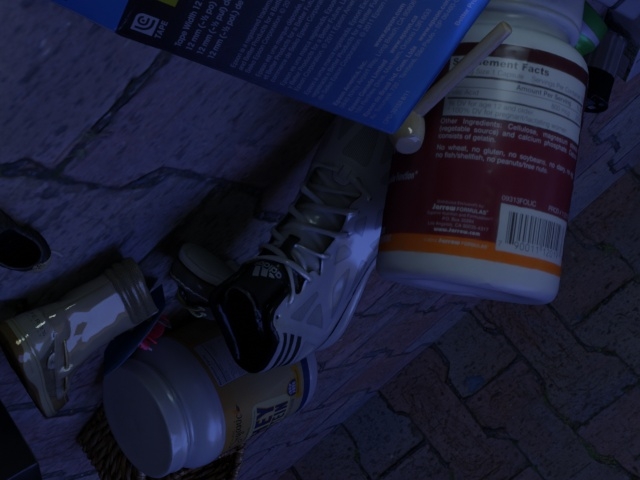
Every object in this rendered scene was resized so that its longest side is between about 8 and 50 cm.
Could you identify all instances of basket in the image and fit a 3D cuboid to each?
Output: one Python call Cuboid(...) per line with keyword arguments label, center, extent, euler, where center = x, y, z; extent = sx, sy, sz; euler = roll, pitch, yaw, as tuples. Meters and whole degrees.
Cuboid(label="basket", center=(-0.260, 0.373, 1.693), extent=(0.299, 0.223, 0.213), euler=(-10, 147, -54))

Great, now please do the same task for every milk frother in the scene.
Cuboid(label="milk frother", center=(0.474, -0.326, 1.651), extent=(0.143, 0.129, 0.134), euler=(30, 74, -42))

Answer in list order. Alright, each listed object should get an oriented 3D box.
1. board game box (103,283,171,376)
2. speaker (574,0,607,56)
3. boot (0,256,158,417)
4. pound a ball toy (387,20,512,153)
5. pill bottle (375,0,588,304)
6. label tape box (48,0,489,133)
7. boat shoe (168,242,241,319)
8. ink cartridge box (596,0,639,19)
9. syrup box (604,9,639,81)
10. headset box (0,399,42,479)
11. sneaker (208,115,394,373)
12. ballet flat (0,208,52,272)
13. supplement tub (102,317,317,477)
Cuboid(label="board game box", center=(-0.256, 0.136, 1.280), extent=(0.133, 0.033, 0.168), euler=(-49, -162, 2))
Cuboid(label="speaker", center=(0.301, -0.263, 1.407), extent=(0.296, 0.131, 0.131), euler=(-44, 161, 15))
Cuboid(label="boot", center=(-0.320, 0.132, 1.218), extent=(0.203, 0.095, 0.262), euler=(-33, 159, -22))
Cuboid(label="pound a ball toy", center=(0.106, -0.272, 0.937), extent=(0.208, 0.135, 0.319), euler=(24, 123, -29))
Cuboid(label="pill bottle", center=(0.205, -0.130, 1.104), extent=(0.224, 0.224, 0.392), euler=(27, 72, -70))
Cuboid(label="label tape box", center=(-0.028, -0.258, 0.744), extent=(0.348, 0.115, 0.249), euler=(18, 132, -22))
Cuboid(label="boat shoe", center=(-0.163, 0.077, 1.354), extent=(0.091, 0.109, 0.305), euler=(-45, 165, 2))
Cuboid(label="ink cartridge box", center=(0.424, -0.441, 1.207), extent=(0.223, 0.129, 0.307), euler=(-50, 159, 25))
Cuboid(label="syrup box", center=(0.601, -0.408, 1.686), extent=(0.096, 0.093, 0.237), euler=(-37, 162, -5))
Cuboid(label="headset box", center=(-0.542, 0.373, 1.295), extent=(0.246, 0.131, 0.283), euler=(-29, 160, -26))
Cuboid(label="sneaker", center=(0.001, 0.001, 1.203), extent=(0.257, 0.169, 0.447), euler=(-29, 144, -62))
Cuboid(label="ballet flat", center=(-0.333, 0.008, 0.955), extent=(0.057, 0.049, 0.173), euler=(-37, 162, -4))
Cuboid(label="supplement tub", center=(-0.185, 0.245, 1.521), extent=(0.316, 0.228, 0.228), euler=(-23, 156, -41))
